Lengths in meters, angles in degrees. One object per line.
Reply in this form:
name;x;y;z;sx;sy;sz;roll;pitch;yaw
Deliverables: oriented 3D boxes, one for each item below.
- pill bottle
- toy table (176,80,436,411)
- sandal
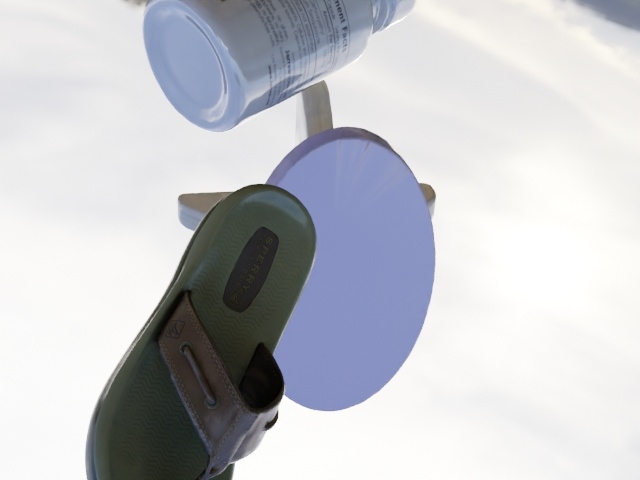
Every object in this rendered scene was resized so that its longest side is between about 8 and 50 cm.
pill bottle;-0.029;-0.196;1.304;0.229;0.131;0.131;-32;-134;-32
toy table;0.000;0.000;1.406;0.252;0.274;0.161;7;-154;-17
sandal;-0.072;0.089;1.055;0.120;0.303;0.086;33;155;-31
